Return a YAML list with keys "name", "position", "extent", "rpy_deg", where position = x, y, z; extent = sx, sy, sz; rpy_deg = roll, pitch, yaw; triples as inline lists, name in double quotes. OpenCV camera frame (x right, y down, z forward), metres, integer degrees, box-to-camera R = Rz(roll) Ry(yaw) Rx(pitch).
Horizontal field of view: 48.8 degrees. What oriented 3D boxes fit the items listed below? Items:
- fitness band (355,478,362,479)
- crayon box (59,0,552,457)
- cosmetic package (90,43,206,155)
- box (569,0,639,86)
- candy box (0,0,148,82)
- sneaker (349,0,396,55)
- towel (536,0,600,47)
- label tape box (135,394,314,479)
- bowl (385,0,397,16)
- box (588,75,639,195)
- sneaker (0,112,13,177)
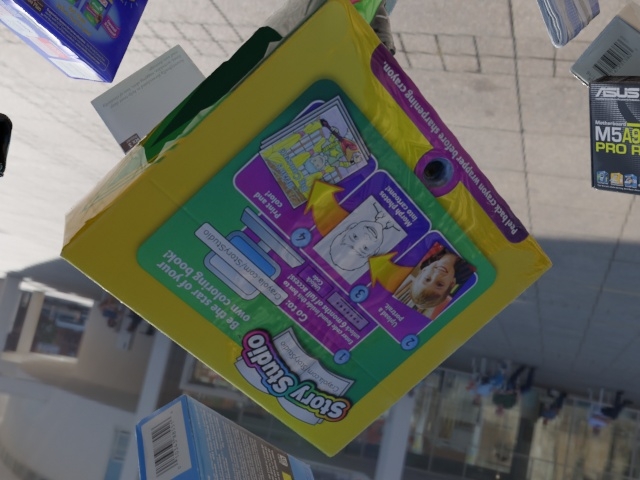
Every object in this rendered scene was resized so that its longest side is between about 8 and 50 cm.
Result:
- name: "fitness band"
  position: [-0.030, 0.419, 0.868]
  extent: [0.054, 0.290, 0.209]
  rpy_deg: [36, 175, 32]
- name: "crayon box"
  position: [0.000, 0.000, 0.684]
  extent: [0.363, 0.313, 0.106]
  rpy_deg: [45, -173, -29]
- name: "cosmetic package"
  position: [-0.303, -0.220, 1.505]
  extent: [0.156, 0.217, 0.385]
  rpy_deg: [54, 173, 14]
- name: "box"
  position: [0.652, -0.411, 1.520]
  extent: [0.121, 0.148, 0.311]
  rpy_deg: [41, -146, 6]
- name: "candy box"
  position: [-0.401, -0.468, 1.165]
  extent: [0.122, 0.317, 0.268]
  rpy_deg: [15, 167, 25]
- name: "sneaker"
  position: [0.029, -0.292, 1.323]
  extent: [0.185, 0.482, 0.202]
  rpy_deg: [-1, 134, 43]
- name: "towel"
  position: [0.470, -0.500, 1.355]
  extent: [0.034, 0.209, 0.285]
  rpy_deg: [-12, -161, 41]
- name: "label tape box"
  position: [-0.114, 0.404, 1.037]
  extent: [0.106, 0.240, 0.333]
  rpy_deg: [-34, 133, 11]
- name: "bowl"
  position: [0.061, -0.594, 1.550]
  extent: [0.134, 0.297, 0.298]
  rpy_deg: [10, 172, -28]
- name: "box"
  position: [0.624, -0.184, 1.273]
  extent: [0.060, 0.216, 0.270]
  rpy_deg: [-28, -151, -34]
- name: "sneaker"
  position: [-0.340, -0.060, 0.669]
  extent: [0.073, 0.162, 0.063]
  rpy_deg: [-11, 149, 38]
